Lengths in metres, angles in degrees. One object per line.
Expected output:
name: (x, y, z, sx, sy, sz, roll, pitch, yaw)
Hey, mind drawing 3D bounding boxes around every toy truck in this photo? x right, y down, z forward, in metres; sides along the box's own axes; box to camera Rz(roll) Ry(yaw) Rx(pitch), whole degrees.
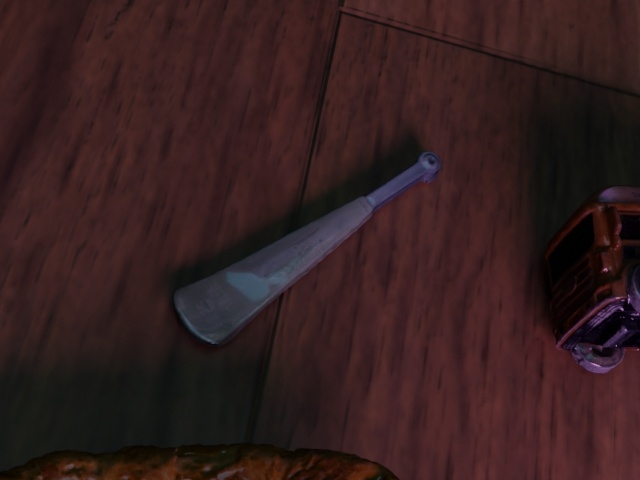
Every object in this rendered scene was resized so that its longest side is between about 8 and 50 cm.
toy truck: (0.226, 0.020, 0.593, 0.192, 0.083, 0.092, 1, 61, -15)

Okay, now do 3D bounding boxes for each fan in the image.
fan: (0.000, 0.000, 0.586, 0.193, 0.016, 0.038, -33, 76, -27)

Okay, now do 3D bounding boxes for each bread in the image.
bread: (-0.067, 0.143, 0.450, 0.232, 0.076, 0.105, -4, 49, -9)
